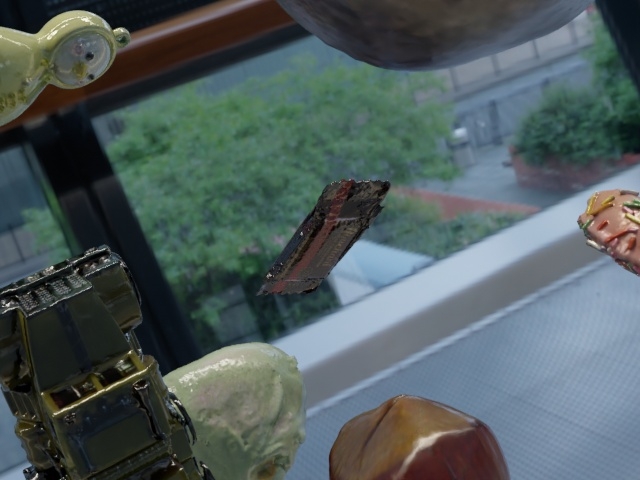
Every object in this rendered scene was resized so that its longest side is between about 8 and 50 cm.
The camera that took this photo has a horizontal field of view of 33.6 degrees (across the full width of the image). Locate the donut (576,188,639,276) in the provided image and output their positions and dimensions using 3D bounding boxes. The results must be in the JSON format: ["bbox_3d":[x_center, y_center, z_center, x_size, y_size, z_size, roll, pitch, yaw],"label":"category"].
[{"bbox_3d":[0.462,-0.004,1.369,0.233,0.085,0.199,-1,32,-38],"label":"donut"}]

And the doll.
[{"bbox_3d":[-0.374,-0.217,1.334,0.296,0.141,0.117,-18,51,-21],"label":"doll"}]

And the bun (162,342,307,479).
[{"bbox_3d":[-0.122,0.272,1.398,0.283,0.179,0.283,-28,-28,-16],"label":"bun"}]

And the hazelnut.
[{"bbox_3d":[0.108,0.262,1.080,0.181,0.181,0.212,-62,20,-11],"label":"hazelnut"}]

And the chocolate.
[{"bbox_3d":[0.000,0.000,1.070,0.086,0.028,0.182,-4,-35,-35],"label":"chocolate"}]

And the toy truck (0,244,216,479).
[{"bbox_3d":[-0.150,0.139,0.757,0.127,0.257,0.127,-25,20,-20],"label":"toy truck"}]

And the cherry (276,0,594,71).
[{"bbox_3d":[0.074,-0.209,0.541,0.255,0.218,0.296,-37,-2,-43],"label":"cherry"}]
